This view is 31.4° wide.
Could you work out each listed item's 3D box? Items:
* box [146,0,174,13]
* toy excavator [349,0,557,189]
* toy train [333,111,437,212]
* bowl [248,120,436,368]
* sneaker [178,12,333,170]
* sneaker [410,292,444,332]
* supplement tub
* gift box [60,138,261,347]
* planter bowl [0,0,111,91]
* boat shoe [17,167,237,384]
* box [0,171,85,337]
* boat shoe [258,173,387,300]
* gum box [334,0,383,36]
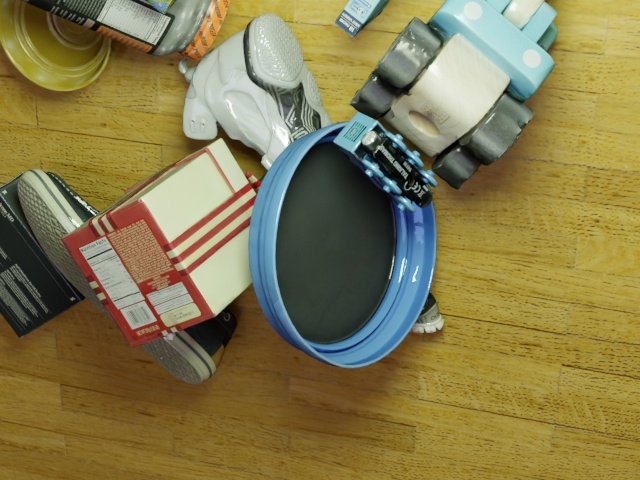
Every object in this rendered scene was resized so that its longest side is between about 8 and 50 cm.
[{"bbox_3d":[-0.251,-0.538,1.651,0.290,0.279,0.177,36,138,-9],"label":"box"},{"bbox_3d":[0.286,-0.343,1.667,0.222,0.445,0.433,38,165,-4],"label":"toy excavator"},{"bbox_3d":[0.105,-0.116,1.750,0.080,0.105,0.184,-50,132,-3],"label":"toy train"},{"bbox_3d":[0.039,0.006,1.822,0.077,0.391,0.391,3,118,44],"label":"bowl"},{"bbox_3d":[-0.097,-0.181,1.914,0.210,0.137,0.365,-16,104,26],"label":"sneaker"},{"bbox_3d":[0.132,0.121,2.018,0.170,0.063,0.074,-1,114,13],"label":"sneaker"},{"bbox_3d":[-0.310,-0.413,1.791,0.316,0.193,0.193,21,123,-23],"label":"supplement tub"},{"bbox_3d":[-0.224,0.018,1.875,0.255,0.258,0.276,-16,109,39],"label":"gift box"},{"bbox_3d":[-0.440,-0.373,1.957,0.217,0.090,0.217,7,117,15],"label":"planter bowl"},{"bbox_3d":[-0.349,0.047,2.082,0.500,0.156,0.187,45,152,-10],"label":"boat shoe"},{"bbox_3d":[-0.573,0.030,2.186,0.184,0.103,0.261,-28,103,30],"label":"box"},{"bbox_3d":[0.000,0.000,1.978,0.305,0.109,0.091,35,84,0],"label":"boat shoe"},{"bbox_3d":[0.106,-0.407,1.721,0.041,0.157,0.184,37,120,0],"label":"gum box"}]
